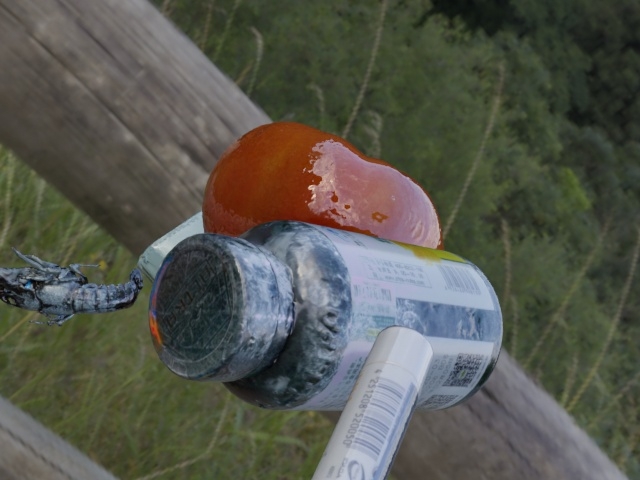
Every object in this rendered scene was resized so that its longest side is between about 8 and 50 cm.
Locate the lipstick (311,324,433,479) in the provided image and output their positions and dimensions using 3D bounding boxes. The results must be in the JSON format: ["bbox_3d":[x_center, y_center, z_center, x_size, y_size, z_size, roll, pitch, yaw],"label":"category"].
[{"bbox_3d":[0.030,0.108,0.603,0.040,0.040,0.141,46,39,-14],"label":"lipstick"}]

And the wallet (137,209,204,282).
[{"bbox_3d":[-0.097,0.066,1.337,0.250,0.176,0.075,48,-17,20],"label":"wallet"}]

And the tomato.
[{"bbox_3d":[-0.003,-0.002,1.054,0.260,0.260,0.180,42,73,-20],"label":"tomato"}]

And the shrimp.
[{"bbox_3d":[-0.280,0.051,1.141,0.174,0.082,0.076,3,28,-20],"label":"shrimp"}]

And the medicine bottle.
[{"bbox_3d":[0.010,0.062,0.799,0.293,0.141,0.141,10,51,-48],"label":"medicine bottle"}]
